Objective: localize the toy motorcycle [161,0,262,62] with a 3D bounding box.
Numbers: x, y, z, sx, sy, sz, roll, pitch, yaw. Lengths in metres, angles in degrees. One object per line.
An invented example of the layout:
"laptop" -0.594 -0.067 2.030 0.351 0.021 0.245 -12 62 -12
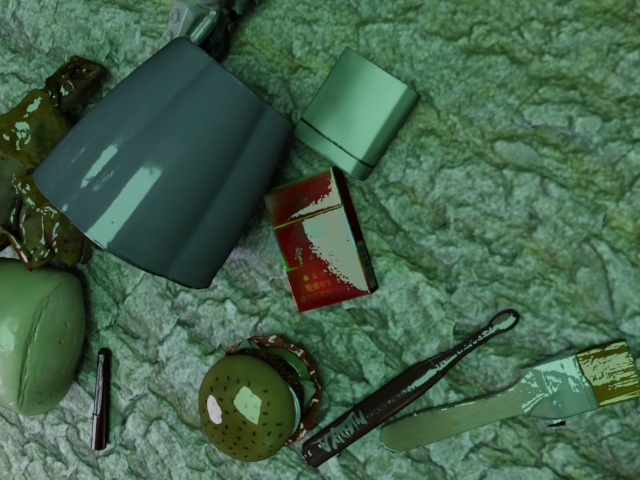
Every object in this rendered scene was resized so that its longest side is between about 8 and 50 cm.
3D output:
"toy motorcycle" -0.165 -0.355 0.663 0.108 0.204 0.239 16 97 36

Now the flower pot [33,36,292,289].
"flower pot" -0.171 -0.106 0.681 0.265 0.265 0.243 43 96 12

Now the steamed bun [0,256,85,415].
"steamed bun" -0.505 0.159 0.869 0.200 0.155 0.250 16 104 19

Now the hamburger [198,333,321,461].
"hamburger" -0.088 0.219 0.729 0.175 0.137 0.175 2 95 17

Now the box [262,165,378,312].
"box" 0.000 0.000 0.718 0.112 0.048 0.175 -18 89 22

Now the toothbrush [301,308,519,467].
"toothbrush" 0.109 0.200 0.705 0.364 0.041 0.041 -42 81 19

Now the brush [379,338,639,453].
"brush" 0.224 0.210 0.673 0.337 0.020 0.085 -24 87 22

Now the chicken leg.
"chicken leg" -0.452 -0.098 0.842 0.295 0.182 0.409 40 92 3

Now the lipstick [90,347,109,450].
"lipstick" -0.373 0.270 0.902 0.027 0.027 0.176 9 98 20

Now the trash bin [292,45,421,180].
"trash bin" 0.045 -0.161 0.679 0.116 0.059 0.130 37 106 11
